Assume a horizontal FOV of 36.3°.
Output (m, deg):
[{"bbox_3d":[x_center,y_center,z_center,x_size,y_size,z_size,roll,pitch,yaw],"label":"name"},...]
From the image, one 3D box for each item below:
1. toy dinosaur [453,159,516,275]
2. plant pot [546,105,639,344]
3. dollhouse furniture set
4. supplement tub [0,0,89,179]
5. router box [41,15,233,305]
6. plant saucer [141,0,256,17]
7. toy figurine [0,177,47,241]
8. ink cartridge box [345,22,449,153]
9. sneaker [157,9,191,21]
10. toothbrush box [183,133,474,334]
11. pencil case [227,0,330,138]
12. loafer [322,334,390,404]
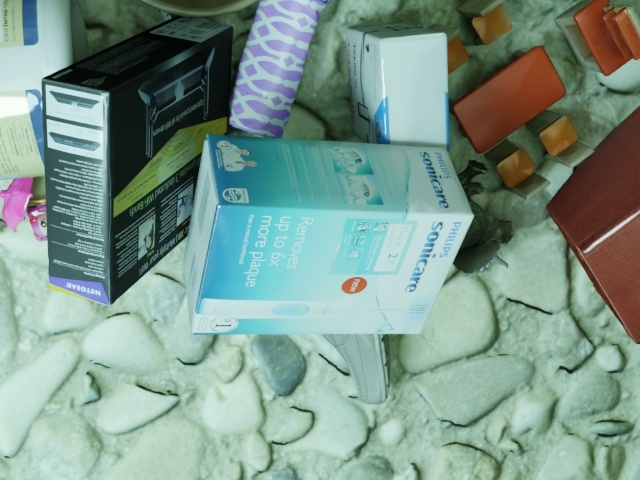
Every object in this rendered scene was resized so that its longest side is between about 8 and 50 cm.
[{"bbox_3d":[0.139,-0.037,1.336,0.313,0.121,0.160,11,120,-8],"label":"toy dinosaur"},{"bbox_3d":[0.477,-0.012,1.365,0.236,0.267,0.267,-33,110,9],"label":"plant pot"},{"bbox_3d":[0.298,-0.221,1.318,0.259,0.135,0.262,-36,110,-2],"label":"dollhouse furniture set"},{"bbox_3d":[-0.427,-0.175,1.107,0.316,0.228,0.228,-6,106,-6],"label":"supplement tub"},{"bbox_3d":[-0.200,-0.104,1.125,0.081,0.309,0.243,13,117,15],"label":"router box"},{"bbox_3d":[-0.153,-0.413,1.194,0.278,0.041,0.278,-1,98,-8],"label":"plant saucer"},{"bbox_3d":[-0.325,-0.040,1.255,0.159,0.130,0.173,-8,132,3],"label":"toy figurine"},{"bbox_3d":[0.095,-0.195,1.244,0.086,0.203,0.148,-7,106,-9],"label":"ink cartridge box"},{"bbox_3d":[-0.177,-0.275,1.242,0.040,0.044,0.109,-26,108,-4],"label":"sneaker"},{"bbox_3d":[0.000,0.000,1.154,0.295,0.126,0.216,2,135,-18],"label":"toothbrush box"},{"bbox_3d":[-0.058,-0.232,1.265,0.086,0.088,0.206,25,100,19],"label":"pencil case"},{"bbox_3d":[0.026,0.090,1.364,0.111,0.112,0.319,-13,109,8],"label":"loafer"}]
